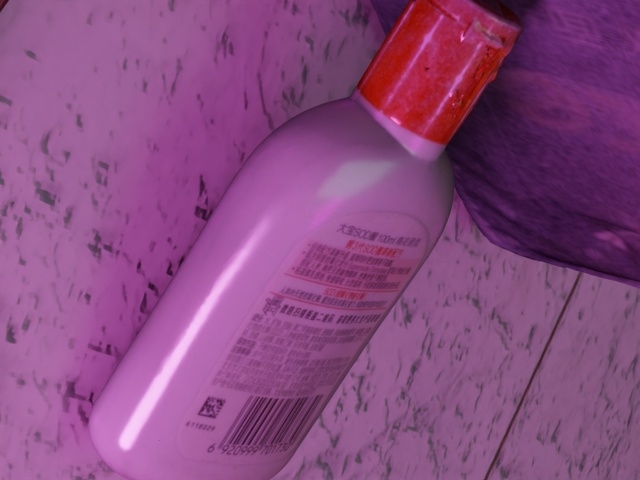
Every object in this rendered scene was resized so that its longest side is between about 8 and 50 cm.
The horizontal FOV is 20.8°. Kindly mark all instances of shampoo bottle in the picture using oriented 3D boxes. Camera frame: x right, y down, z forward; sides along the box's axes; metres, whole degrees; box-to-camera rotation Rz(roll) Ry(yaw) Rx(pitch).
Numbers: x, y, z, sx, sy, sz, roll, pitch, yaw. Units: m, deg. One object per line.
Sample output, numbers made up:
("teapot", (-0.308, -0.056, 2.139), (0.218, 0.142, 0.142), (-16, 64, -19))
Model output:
("shampoo bottle", (0.000, 0.000, 0.659), (0.108, 0.051, 0.221), (11, 117, -50))

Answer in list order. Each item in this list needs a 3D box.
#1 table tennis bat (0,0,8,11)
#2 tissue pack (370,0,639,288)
("table tennis bat", (-0.160, -0.063, 0.478), (0.170, 0.119, 0.107), (-51, 179, 13))
("tissue pack", (0.154, -0.098, 0.678), (0.124, 0.288, 0.394), (-56, 147, -16))
